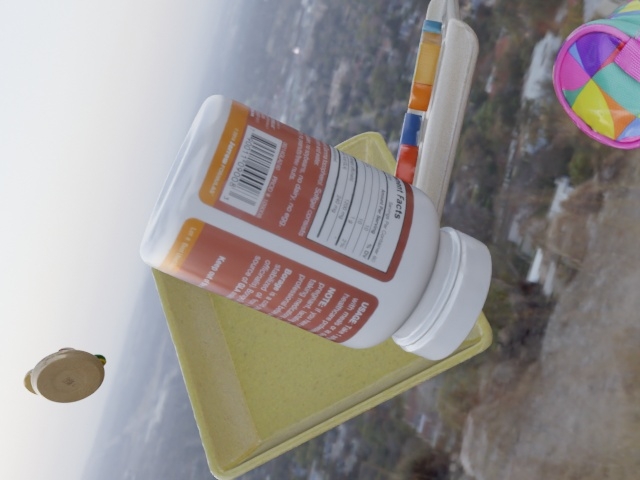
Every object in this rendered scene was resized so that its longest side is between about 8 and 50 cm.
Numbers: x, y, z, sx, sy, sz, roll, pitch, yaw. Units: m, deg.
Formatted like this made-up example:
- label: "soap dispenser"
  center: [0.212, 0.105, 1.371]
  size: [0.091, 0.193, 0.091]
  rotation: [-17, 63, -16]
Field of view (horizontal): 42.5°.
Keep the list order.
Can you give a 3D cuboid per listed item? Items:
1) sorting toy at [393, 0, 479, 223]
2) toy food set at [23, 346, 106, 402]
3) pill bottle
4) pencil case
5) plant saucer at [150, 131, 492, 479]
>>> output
- label: "sorting toy"
  center: [0.085, -0.100, 0.687]
  size: [0.208, 0.038, 0.193]
  rotation: [-82, 1, -66]
- label: "toy food set"
  center: [-0.285, 0.153, 0.930]
  size: [0.083, 0.082, 0.020]
  rotation: [-49, 36, 16]
- label: "pill bottle"
  center: [0.000, 0.000, 0.555]
  size: [0.121, 0.216, 0.121]
  rotation: [-58, 16, 27]
- label: "pencil case"
  center: [0.273, -0.163, 0.613]
  size: [0.236, 0.104, 0.104]
  rotation: [-41, -8, -28]
- label: "plant saucer"
  center: [-0.008, 0.075, 0.971]
  size: [0.332, 0.333, 0.081]
  rotation: [66, -174, 36]
